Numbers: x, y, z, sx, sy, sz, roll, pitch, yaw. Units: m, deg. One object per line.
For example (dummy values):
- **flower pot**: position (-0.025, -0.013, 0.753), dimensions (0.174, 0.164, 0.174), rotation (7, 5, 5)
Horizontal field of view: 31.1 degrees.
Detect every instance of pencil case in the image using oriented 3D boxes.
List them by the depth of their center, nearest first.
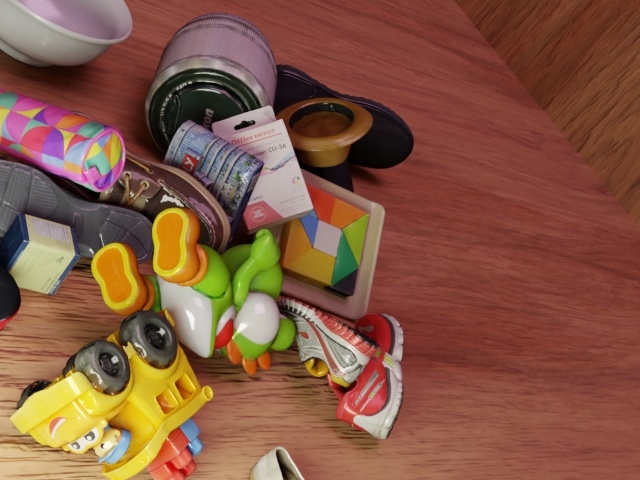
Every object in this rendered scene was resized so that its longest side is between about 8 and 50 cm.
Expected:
- **pencil case**: position (-0.394, -0.143, 1.650), dimensions (0.236, 0.104, 0.104), rotation (17, 18, 26)

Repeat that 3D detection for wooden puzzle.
- **wooden puzzle**: position (0.000, 0.000, 1.971), dimensions (0.239, 0.044, 0.221), rotation (21, 70, -28)

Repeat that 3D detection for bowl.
- **bowl**: position (-0.484, -0.393, 1.977), dimensions (0.298, 0.134, 0.298), rotation (31, 28, -18)

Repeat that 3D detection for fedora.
- **fedora**: position (0.004, -0.184, 2.045), dimensions (0.194, 0.079, 0.194), rotation (-2, 33, 1)

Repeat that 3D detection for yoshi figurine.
- **yoshi figurine**: position (-0.158, 0.055, 1.642), dimensions (0.203, 0.203, 0.362), rotation (22, -8, 34)

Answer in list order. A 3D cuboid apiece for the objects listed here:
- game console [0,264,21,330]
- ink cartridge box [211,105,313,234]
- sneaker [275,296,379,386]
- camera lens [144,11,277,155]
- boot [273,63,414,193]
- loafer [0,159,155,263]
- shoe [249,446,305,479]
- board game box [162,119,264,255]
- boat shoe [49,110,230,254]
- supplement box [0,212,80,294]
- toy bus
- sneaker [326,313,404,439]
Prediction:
- **game console**: position (-0.570, 0.019, 1.336), dimensions (0.342, 0.060, 0.386), rotation (46, 27, 10)
- **ink cartridge box**: position (-0.099, -0.123, 1.894), dimensions (0.067, 0.115, 0.198), rotation (126, -56, -80)
- **sneaker**: position (-0.012, 0.153, 1.768), dimensions (0.088, 0.092, 0.225), rotation (30, -3, -38)
- **camera lens**: position (-0.191, -0.267, 2.063), dimensions (0.219, 0.219, 0.274), rotation (31, 28, -17)
- **boot**: position (0.042, -0.138, 2.240), dimensions (0.367, 0.146, 0.445), rotation (21, 29, -18)
- **loafer**: position (-0.384, -0.030, 1.632), dimensions (0.302, 0.095, 0.109), rotation (21, 76, -30)
- **shoe**: position (-0.027, 0.367, 1.497), dimensions (0.076, 0.058, 0.219), rotation (8, 41, -46)
- **board game box**: position (-0.214, -0.082, 1.838), dimensions (0.194, 0.194, 0.060), rotation (29, 26, 10)
- **boat shoe**: position (-0.298, -0.073, 1.738), dimensions (0.342, 0.123, 0.123), rotation (36, 28, 9)
- **supplement box**: position (-0.381, 0.019, 1.545), dimensions (0.083, 0.083, 0.056), rotation (17, 36, -35)
- **toy bus**: position (-0.233, 0.217, 1.398), dimensions (0.211, 0.149, 0.220), rotation (57, 30, -1)
- **sneaker**: position (0.065, 0.196, 1.831), dimensions (0.118, 0.107, 0.279), rotation (18, 27, -10)
